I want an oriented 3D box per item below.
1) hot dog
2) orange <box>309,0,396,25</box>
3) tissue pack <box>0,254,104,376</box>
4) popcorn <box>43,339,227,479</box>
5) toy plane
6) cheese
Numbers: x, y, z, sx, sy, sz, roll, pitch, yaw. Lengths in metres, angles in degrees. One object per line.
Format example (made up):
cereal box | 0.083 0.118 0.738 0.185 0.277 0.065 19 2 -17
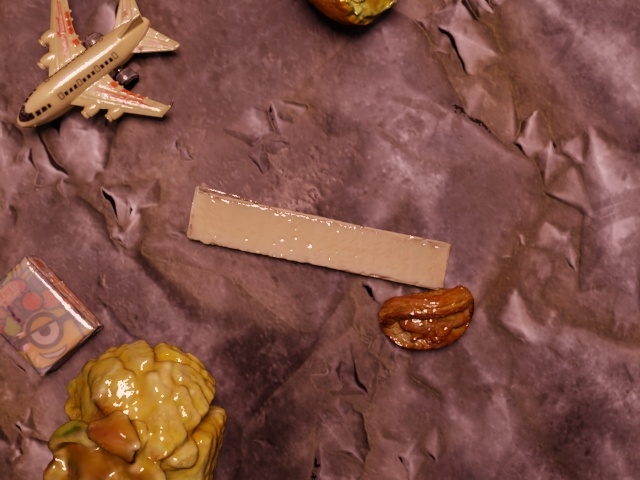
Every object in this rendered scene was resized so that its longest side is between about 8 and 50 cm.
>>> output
hot dog | 0.162 0.113 0.872 0.147 0.065 0.099 -9 128 -4
orange | 0.043 -0.421 0.794 0.179 0.158 0.237 18 98 -40
tissue pack | -0.413 0.110 0.855 0.108 0.060 0.148 -42 94 -1
popcorn | -0.245 0.273 0.787 0.224 0.270 0.258 8 48 -6
toy plane | -0.329 -0.242 0.829 0.244 0.092 0.229 -41 95 1
cheese | 0.000 0.001 0.880 0.400 0.034 0.085 13 92 -2
